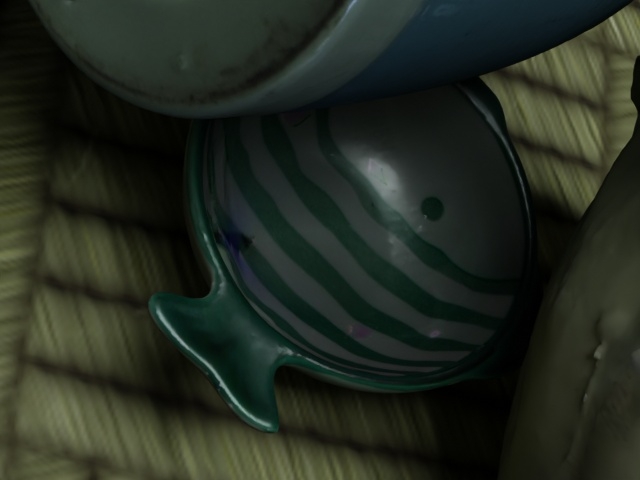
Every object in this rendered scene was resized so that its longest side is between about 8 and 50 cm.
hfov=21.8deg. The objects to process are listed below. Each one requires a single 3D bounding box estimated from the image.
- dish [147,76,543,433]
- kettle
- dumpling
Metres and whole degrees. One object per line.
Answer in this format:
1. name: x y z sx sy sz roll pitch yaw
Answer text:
1. dish: 0.000 0.000 0.831 0.224 0.078 0.246 48 53 -4
2. kettle: 0.029 -0.191 0.782 0.342 0.319 0.247 -10 102 -48
3. dumpling: 0.179 0.040 0.800 0.233 0.395 0.316 -15 51 3
